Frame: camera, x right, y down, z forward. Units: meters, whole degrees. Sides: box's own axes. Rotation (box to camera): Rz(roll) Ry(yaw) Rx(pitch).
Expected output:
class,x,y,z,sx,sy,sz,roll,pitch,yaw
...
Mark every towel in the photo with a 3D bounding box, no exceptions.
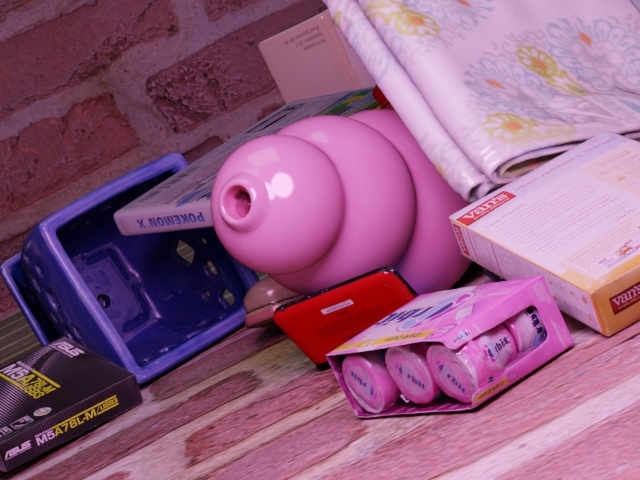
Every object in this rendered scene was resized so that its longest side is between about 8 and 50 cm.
class,x,y,z,sx,sy,sz,roll,pitch,yaw
towel,0.197,-0.187,1.698,0.320,0.374,0.090,-6,-43,-31

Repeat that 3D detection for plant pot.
class,x,y,z,sx,sy,sz,roll,pitch,yaw
plant pot,-0.249,0.058,2.216,0.236,0.236,0.212,-32,2,-37

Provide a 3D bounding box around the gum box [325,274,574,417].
class,x,y,z,sx,sy,sz,roll,pitch,yaw
gum box,0.102,0.085,1.378,0.107,0.062,0.188,-30,8,-29

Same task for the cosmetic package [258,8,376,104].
class,x,y,z,sx,sy,sz,roll,pitch,yaw
cosmetic package,0.061,-0.162,2.336,0.113,0.309,0.160,-30,7,-35

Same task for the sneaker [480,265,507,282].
class,x,y,z,sx,sy,sz,roll,pitch,yaw
sneaker,0.215,-0.001,1.629,0.082,0.069,0.209,-15,2,-23

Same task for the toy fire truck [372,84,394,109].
class,x,y,z,sx,sy,sz,roll,pitch,yaw
toy fire truck,0.104,-0.164,1.892,0.217,0.158,0.246,-33,23,54

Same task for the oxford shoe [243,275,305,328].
class,x,y,z,sx,sy,sz,roll,pitch,yaw
oxford shoe,0.000,0.000,2.091,0.123,0.130,0.348,-21,8,36

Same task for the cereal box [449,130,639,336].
class,x,y,z,sx,sy,sz,roll,pitch,yaw
cereal box,0.234,-0.012,1.429,0.173,0.047,0.240,-28,24,-13

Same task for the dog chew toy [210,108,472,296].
class,x,y,z,sx,sy,sz,roll,pitch,yaw
dog chew toy,0.018,-0.030,1.703,0.207,0.206,0.332,-22,-12,32

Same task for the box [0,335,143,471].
class,x,y,z,sx,sy,sz,roll,pitch,yaw
box,-0.329,0.186,2.032,0.184,0.045,0.191,-28,25,-25

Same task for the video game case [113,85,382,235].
class,x,y,z,sx,sy,sz,roll,pitch,yaw
video game case,-0.043,-0.101,2.092,0.329,0.036,0.300,-35,19,-36

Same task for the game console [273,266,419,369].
class,x,y,z,sx,sy,sz,roll,pitch,yaw
game console,0.049,0.062,1.677,0.144,0.124,0.085,-22,34,32
